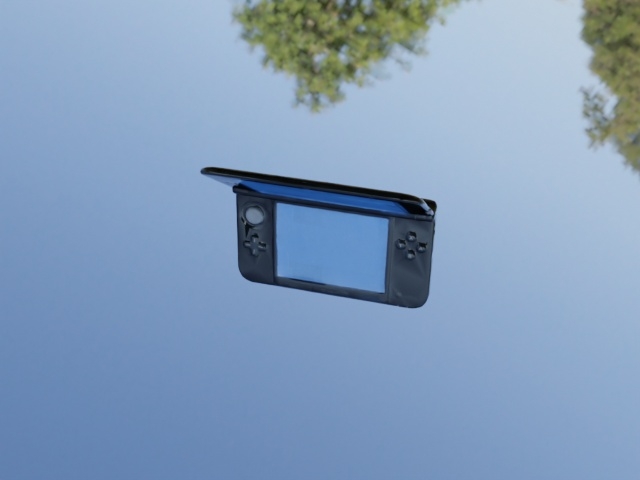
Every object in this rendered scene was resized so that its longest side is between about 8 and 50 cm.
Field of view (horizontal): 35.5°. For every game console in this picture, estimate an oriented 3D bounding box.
[{"bbox_3d":[0.000,0.000,0.571,0.122,0.107,0.071,9,-149,13],"label":"game console"}]
